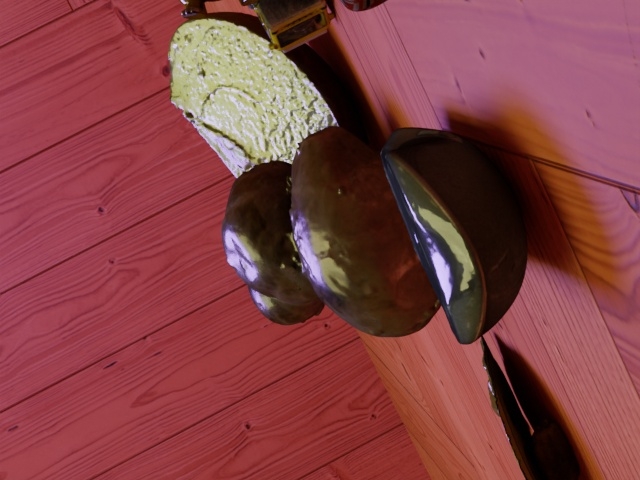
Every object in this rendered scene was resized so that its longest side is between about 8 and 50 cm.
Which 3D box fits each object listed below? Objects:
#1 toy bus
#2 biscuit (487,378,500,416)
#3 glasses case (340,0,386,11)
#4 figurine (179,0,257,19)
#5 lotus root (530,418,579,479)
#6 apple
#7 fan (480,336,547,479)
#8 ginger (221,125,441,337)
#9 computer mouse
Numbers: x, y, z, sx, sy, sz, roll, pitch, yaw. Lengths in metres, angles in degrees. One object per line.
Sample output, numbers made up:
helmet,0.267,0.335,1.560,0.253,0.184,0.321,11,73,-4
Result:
toy bus,-0.070,-0.316,1.512,0.226,0.081,0.074,60,176,23
biscuit,0.228,0.213,1.671,0.081,0.018,0.083,60,175,31
glasses case,0.036,-0.216,0.969,0.049,0.073,0.194,56,174,8
figurine,-0.118,-0.323,1.414,0.122,0.121,0.176,-97,-5,-72
lotus root,0.246,0.228,1.440,0.083,0.037,0.030,64,175,-26
apple,-0.042,-0.134,1.681,0.346,0.179,0.254,52,-177,2
fan,0.235,0.254,1.485,0.335,0.011,0.229,68,-170,18
ginger,0.000,0.000,1.548,0.304,0.155,0.244,-5,120,53
computer mouse,0.112,-0.028,1.176,0.379,0.090,0.167,-110,-1,-76
